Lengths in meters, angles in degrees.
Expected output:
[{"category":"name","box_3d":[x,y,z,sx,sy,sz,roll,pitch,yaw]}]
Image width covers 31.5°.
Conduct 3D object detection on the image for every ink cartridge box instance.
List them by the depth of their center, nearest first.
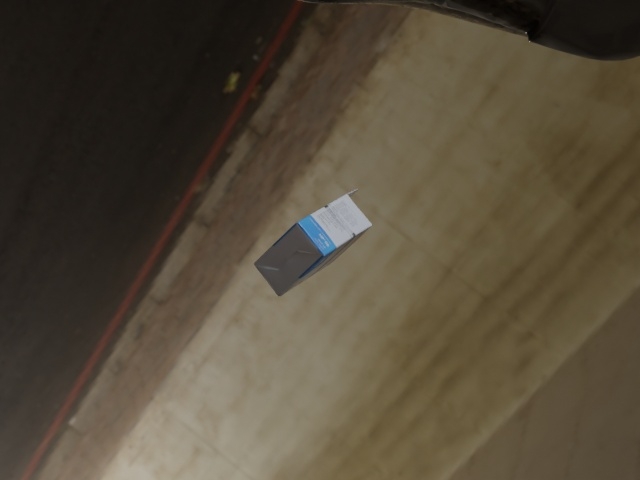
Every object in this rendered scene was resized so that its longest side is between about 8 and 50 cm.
[{"category":"ink cartridge box","box_3d":[0.000,0.000,0.729,0.048,0.028,0.083,-43,174,34]}]

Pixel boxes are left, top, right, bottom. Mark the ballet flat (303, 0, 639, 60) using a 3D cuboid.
[{"category":"ballet flat","box_3d":[0.036,-0.138,0.477,0.058,0.249,0.084,-85,-169,-47]}]
